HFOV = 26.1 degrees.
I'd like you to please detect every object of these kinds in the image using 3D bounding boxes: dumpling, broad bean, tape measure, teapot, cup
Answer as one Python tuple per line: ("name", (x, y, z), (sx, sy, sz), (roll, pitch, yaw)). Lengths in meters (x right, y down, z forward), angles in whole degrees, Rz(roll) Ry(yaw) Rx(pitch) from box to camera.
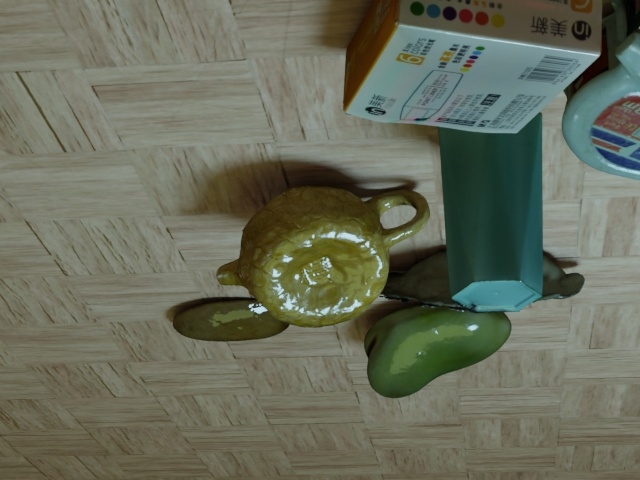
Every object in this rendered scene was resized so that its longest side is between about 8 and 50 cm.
("dumpling", (0.230, 0.053, 2.065), (0.332, 0.086, 0.166), (-2, -173, 7))
("broad bean", (0.187, 0.164, 2.297), (0.263, 0.121, 0.189), (-25, 142, 18))
("tape measure", (0.382, -0.173, 1.532), (0.243, 0.125, 0.246), (19, 148, -20))
("teapot", (0.000, 0.000, 1.897), (0.311, 0.167, 0.203), (-24, 126, 6))
("cup", (0.208, -0.036, 1.702), (0.148, 0.235, 0.134), (-16, 149, 36))

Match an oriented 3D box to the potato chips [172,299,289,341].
("potato chips", (-0.147, 0.144, 2.319), (0.202, 0.049, 0.150), (-4, 160, -4))

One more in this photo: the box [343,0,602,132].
("box", (0.152, -0.201, 1.469), (0.221, 0.091, 0.274), (7, 165, -11))
